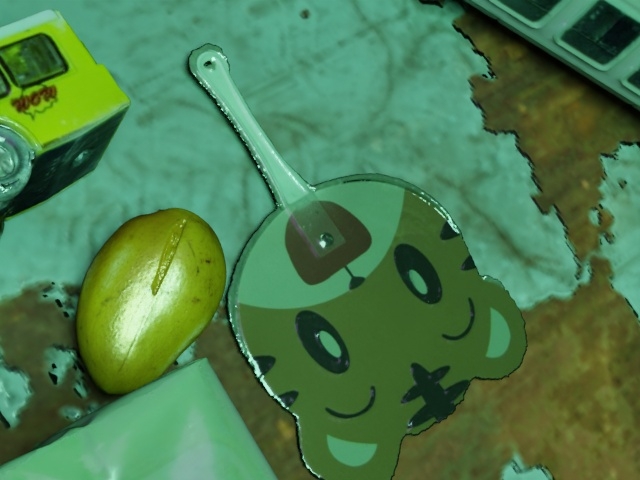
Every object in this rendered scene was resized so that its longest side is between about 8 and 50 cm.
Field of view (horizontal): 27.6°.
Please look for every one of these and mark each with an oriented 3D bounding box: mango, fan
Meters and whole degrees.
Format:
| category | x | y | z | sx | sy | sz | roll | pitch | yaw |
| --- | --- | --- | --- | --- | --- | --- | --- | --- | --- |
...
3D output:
| category | x | y | z | sx | sy | sz | roll | pitch | yaw |
| --- | --- | --- | --- | --- | --- | --- | --- | --- | --- |
| mango | -0.075 | 0.027 | 0.571 | 0.060 | 0.046 | 0.089 | 27 | 65 | -13 |
| fan | 0.000 | 0.000 | 0.639 | 0.152 | 0.008 | 0.227 | -33 | 86 | -31 |

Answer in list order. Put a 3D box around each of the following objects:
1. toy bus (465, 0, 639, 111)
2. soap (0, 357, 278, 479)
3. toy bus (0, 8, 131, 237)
| category | x | y | z | sx | sy | sz | roll | pitch | yaw |
| --- | --- | --- | --- | --- | --- | --- | --- | --- | --- |
| toy bus | 0.217 | -0.150 | 0.702 | 0.305 | 0.179 | 0.143 | 29 | 44 | -12 |
| soap | -0.082 | 0.176 | 0.452 | 0.182 | 0.138 | 0.199 | -27 | 82 | -32 |
| toy bus | -0.185 | -0.018 | 0.517 | 0.226 | 0.081 | 0.074 | -30 | 83 | -31 |
